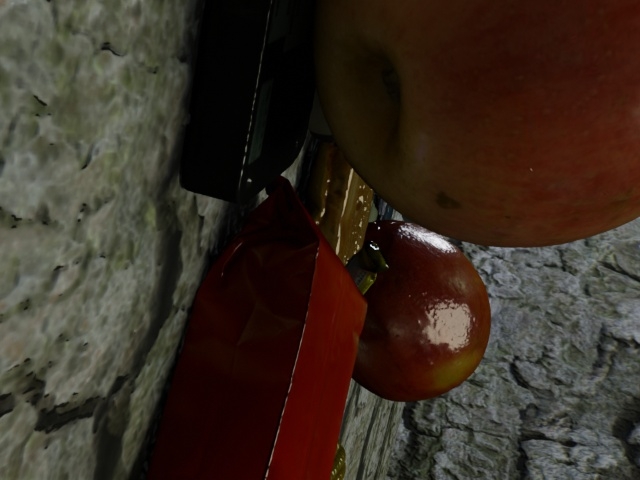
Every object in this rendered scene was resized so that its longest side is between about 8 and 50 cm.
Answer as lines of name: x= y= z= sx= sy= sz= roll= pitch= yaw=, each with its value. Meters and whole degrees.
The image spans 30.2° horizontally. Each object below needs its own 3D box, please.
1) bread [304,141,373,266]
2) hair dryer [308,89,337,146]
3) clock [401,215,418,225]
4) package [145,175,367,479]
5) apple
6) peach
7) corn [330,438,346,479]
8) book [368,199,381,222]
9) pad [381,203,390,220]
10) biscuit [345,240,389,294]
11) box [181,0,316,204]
bread: x=0.002 y=0.001 z=1.410 sx=0.139 sy=0.077 sz=0.271 roll=44 pitch=60 yaw=-73
hair dryer: x=0.015 y=-0.243 z=1.200 sx=0.219 sy=0.088 sz=0.225 roll=86 pitch=9 yaw=-50
clock: x=0.208 y=-0.138 z=2.003 sx=0.146 sy=0.200 sz=0.243 roll=-47 pitch=146 yaw=-43
package: x=-0.057 y=0.152 z=1.131 sx=0.196 sy=0.123 sz=0.423 roll=55 pitch=45 yaw=-65
apple: x=0.164 y=-0.171 z=1.001 sx=0.364 sy=0.364 sz=0.364 roll=15 pitch=90 yaw=-79
peach: x=0.110 y=0.091 z=1.664 sx=0.281 sy=0.238 sz=0.281 roll=29 pitch=52 yaw=-46
corn: x=-0.047 y=0.320 z=1.510 sx=0.322 sy=0.119 sz=0.119 roll=-36 pitch=140 yaw=-68
book: x=0.044 y=0.081 z=1.857 sx=0.201 sy=0.026 sz=0.289 roll=44 pitch=60 yaw=-79
pad: x=0.093 y=0.026 z=1.989 sx=0.269 sy=0.012 sz=0.269 roll=94 pitch=12 yaw=-69
biscuit: x=-0.017 y=0.115 z=1.304 sx=0.292 sy=0.026 sz=0.048 roll=-54 pitch=-147 yaw=27
box: x=-0.033 y=-0.217 z=0.995 sx=0.211 sy=0.058 sz=0.350 roll=-46 pitch=149 yaw=-67
